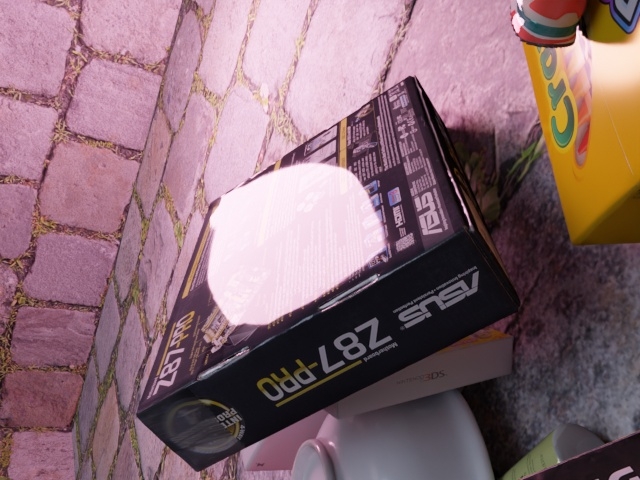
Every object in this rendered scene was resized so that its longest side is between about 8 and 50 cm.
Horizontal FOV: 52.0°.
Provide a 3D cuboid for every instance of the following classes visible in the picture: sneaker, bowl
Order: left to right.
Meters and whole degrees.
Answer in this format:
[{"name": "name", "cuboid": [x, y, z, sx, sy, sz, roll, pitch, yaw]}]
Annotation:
[{"name": "bowl", "cuboid": [0.049, 0.278, 0.679, 0.298, 0.134, 0.297, -175, 90, -73]}, {"name": "sneaker", "cuboid": [0.157, -0.218, 0.480, 0.075, 0.057, 0.161, 96, 167, -55]}]

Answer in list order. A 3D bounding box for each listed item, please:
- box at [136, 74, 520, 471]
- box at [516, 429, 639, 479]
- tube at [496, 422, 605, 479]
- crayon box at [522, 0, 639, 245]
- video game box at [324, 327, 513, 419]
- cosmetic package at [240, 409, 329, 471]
[{"name": "box", "cuboid": [0.000, 0.000, 0.670, 0.318, 0.097, 0.395, -29, 25, 16]}, {"name": "box", "cuboid": [0.251, 0.133, 0.193, 0.257, 0.322, 0.079, -109, -5, -60]}, {"name": "tube", "cuboid": [0.172, 0.257, 0.596, 0.070, 0.062, 0.240, -46, -15, -49]}, {"name": "crayon box", "cuboid": [0.239, -0.223, 0.445, 0.313, 0.106, 0.362, 103, 165, -65]}, {"name": "video game box", "cuboid": [0.061, 0.115, 0.687, 0.187, 0.205, 0.048, 9, 105, 63]}, {"name": "cosmetic package", "cuboid": [-0.031, 0.160, 0.914, 0.224, 0.138, 0.224, -63, 32, 30]}]
